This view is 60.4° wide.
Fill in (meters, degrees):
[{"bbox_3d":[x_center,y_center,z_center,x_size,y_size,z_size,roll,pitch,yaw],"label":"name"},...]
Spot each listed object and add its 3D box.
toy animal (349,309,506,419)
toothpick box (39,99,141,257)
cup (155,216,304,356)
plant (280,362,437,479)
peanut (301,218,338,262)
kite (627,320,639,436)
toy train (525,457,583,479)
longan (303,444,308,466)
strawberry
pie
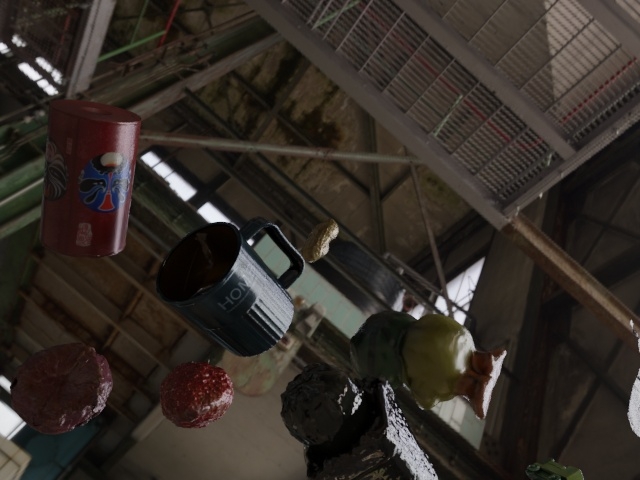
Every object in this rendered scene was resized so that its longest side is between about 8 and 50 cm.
[{"bbox_3d":[0.228,0.253,1.238,0.338,0.216,0.191,11,-55,26],"label":"toy animal"},{"bbox_3d":[-0.554,-0.149,1.322,0.204,0.204,0.333,20,-69,15],"label":"toothpick box"},{"bbox_3d":[-0.219,0.111,1.419,0.242,0.308,0.292,-2,-40,33],"label":"cup"},{"bbox_3d":[0.056,0.283,0.793,0.142,0.164,0.256,-41,-78,16],"label":"plant"},{"bbox_3d":[0.000,0.000,1.166,0.054,0.113,0.054,29,-23,14],"label":"peanut"},{"bbox_3d":[0.394,0.181,0.626,0.141,0.245,0.015,42,-56,-1],"label":"kite"},{"bbox_3d":[0.517,0.524,1.224,0.122,0.081,0.050,-8,-79,70],"label":"toy train"},{"bbox_3d":[0.043,0.612,1.582,0.198,0.198,0.212,-41,-118,41],"label":"longan"},{"bbox_3d":[-0.216,0.279,0.969,0.131,0.148,0.131,-6,-66,-14],"label":"strawberry"},{"bbox_3d":[-0.390,0.218,0.832,0.153,0.153,0.038,21,-51,15],"label":"pie"}]
